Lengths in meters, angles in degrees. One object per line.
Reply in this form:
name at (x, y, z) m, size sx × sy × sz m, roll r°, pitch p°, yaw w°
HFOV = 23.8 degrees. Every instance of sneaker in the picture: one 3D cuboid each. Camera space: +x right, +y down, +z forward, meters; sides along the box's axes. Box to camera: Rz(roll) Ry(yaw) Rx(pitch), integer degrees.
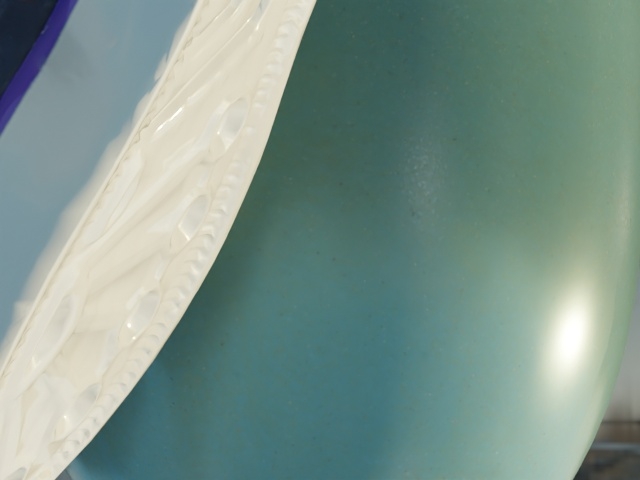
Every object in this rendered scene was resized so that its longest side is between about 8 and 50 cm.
sneaker at (-0.130, -0.091, 0.439) m, size 0.236 × 0.323 × 0.130 m, roll 30°, pitch -162°, yaw 14°

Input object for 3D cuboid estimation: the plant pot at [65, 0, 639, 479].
plant pot at (0.000, 0.000, 0.633) m, size 0.293 × 0.235 × 0.293 m, roll -3°, pitch 165°, yaw -1°
